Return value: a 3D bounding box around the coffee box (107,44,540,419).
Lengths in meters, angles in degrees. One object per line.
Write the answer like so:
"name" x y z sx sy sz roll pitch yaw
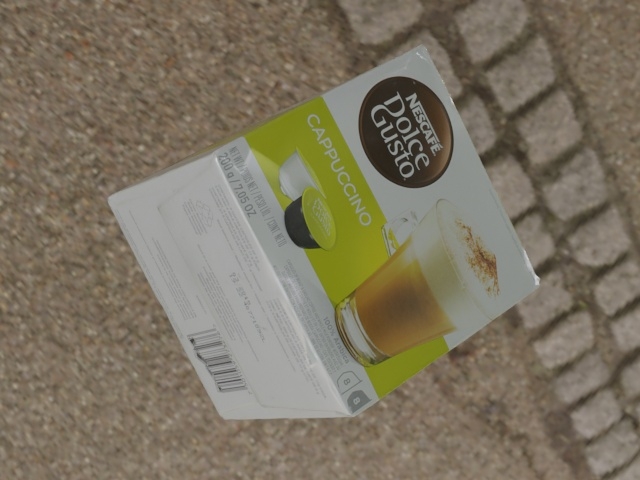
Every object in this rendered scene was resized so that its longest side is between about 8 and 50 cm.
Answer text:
"coffee box" 0.000 0.000 1.561 0.334 0.338 0.338 -30 97 -30
